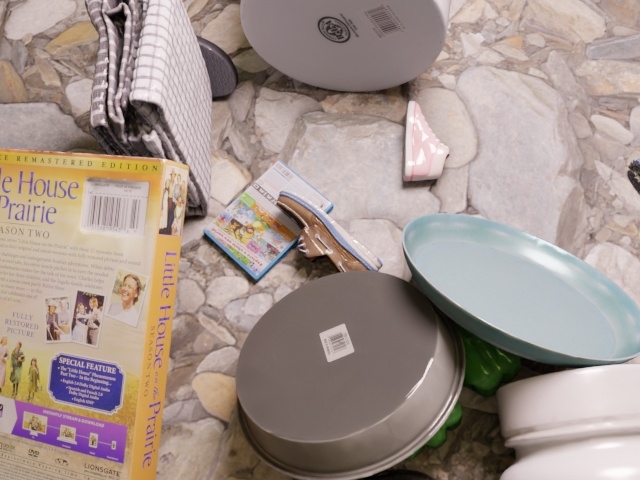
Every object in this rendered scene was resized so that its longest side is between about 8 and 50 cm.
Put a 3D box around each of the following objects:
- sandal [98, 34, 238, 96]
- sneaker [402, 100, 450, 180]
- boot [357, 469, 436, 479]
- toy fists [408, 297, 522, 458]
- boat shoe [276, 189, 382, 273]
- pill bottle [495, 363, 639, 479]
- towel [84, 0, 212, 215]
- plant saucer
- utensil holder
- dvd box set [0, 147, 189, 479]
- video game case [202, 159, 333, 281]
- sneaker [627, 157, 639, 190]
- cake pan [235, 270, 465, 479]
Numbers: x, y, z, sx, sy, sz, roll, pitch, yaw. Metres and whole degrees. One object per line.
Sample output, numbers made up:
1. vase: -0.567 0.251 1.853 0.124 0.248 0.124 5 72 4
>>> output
1. sandal: -0.249 -0.315 1.043 0.255 0.097 0.054 21 43 11
2. sneaker: 0.164 -0.153 0.967 0.070 0.051 0.134 3 70 3
3. boot: 0.019 0.305 0.680 0.263 0.229 0.091 -10 67 -1
4. toy fists: 0.155 0.169 0.804 0.279 0.096 0.142 -38 54 -13
5. boat shoe: 0.000 0.000 0.893 0.183 0.066 0.066 39 84 9
6. pill bottle: 0.314 0.343 0.649 0.224 0.224 0.392 -6 67 1
7. towel: -0.236 -0.188 0.879 0.121 0.283 0.234 -4 65 3
8. plant saucer: 0.247 0.060 0.783 0.318 0.043 0.317 14 26 -7
9. utensil holder: 0.053 -0.476 0.968 0.328 0.327 0.385 6 70 6
10. dvd box set: -0.327 0.100 0.768 0.308 0.062 0.420 5 89 19
11. video game case: -0.079 -0.033 0.948 0.119 0.015 0.166 41 75 17
12. sneaker: 0.512 -0.070 0.909 0.058 0.052 0.135 -17 67 -8
13. cake pan: 0.024 0.143 0.754 0.293 0.054 0.293 -15 38 12
